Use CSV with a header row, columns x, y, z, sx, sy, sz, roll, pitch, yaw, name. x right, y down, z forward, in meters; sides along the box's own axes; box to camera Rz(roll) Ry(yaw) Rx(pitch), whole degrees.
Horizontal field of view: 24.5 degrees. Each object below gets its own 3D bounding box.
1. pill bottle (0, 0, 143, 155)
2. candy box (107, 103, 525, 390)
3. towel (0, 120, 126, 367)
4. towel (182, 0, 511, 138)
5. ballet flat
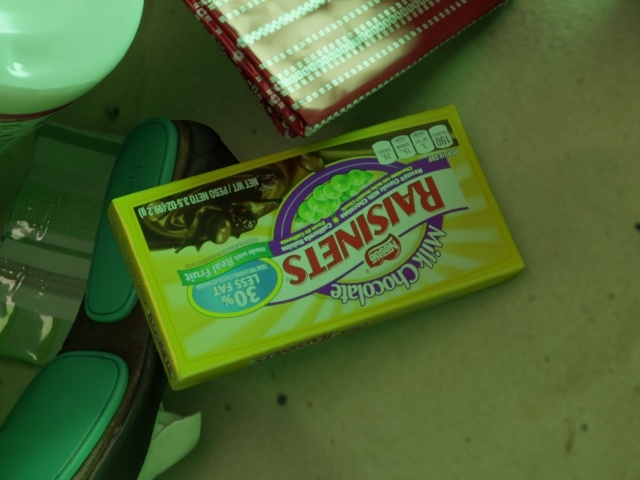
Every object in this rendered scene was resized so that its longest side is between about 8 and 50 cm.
x,y,z,sx,sy,sz,roll,pitch,yaw,name
-0.229,-0.109,0.816,0.283,0.160,0.160,-22,58,53,pill bottle
0.000,0.000,0.793,0.206,0.027,0.105,-17,77,-19,candy box
-0.146,0.005,0.893,0.113,0.023,0.152,11,75,21,towel
-0.035,-0.201,0.834,0.199,0.031,0.275,-37,85,-35,towel
-0.101,0.067,0.813,0.095,0.096,0.280,4,66,49,ballet flat
